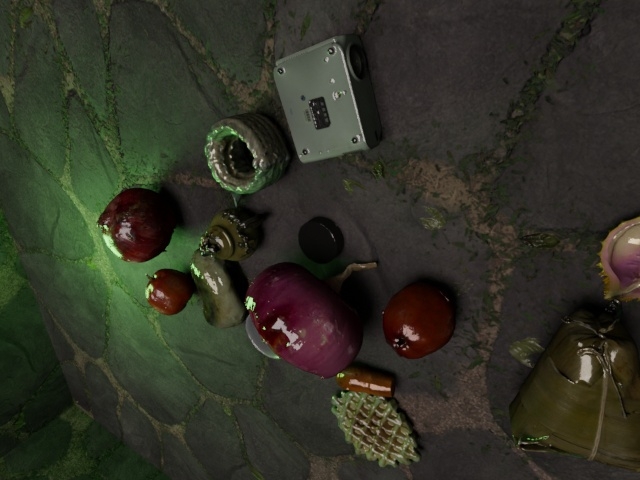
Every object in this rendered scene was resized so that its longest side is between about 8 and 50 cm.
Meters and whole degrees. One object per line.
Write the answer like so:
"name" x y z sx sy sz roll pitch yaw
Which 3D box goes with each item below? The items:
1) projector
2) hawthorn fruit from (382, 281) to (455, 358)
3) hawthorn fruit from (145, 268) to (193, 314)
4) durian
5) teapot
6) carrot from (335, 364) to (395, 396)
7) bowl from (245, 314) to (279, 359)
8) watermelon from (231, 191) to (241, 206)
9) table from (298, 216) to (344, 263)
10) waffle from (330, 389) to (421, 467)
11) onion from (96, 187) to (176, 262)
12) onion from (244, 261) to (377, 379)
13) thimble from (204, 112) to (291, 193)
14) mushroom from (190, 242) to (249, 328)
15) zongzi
"projector" 0.018 -0.323 0.968 0.198 0.108 0.250 -4 111 35
"hawthorn fruit" 0.237 0.206 1.030 0.185 0.202 0.185 24 130 31
"hawthorn fruit" -0.604 0.190 1.607 0.179 0.179 0.200 -15 138 39
"durian" 0.604 0.034 0.734 0.165 0.132 0.182 17 111 14
"teapot" -0.286 -0.011 1.292 0.269 0.182 0.173 -26 96 39
"carrot" 0.141 0.441 1.298 0.193 0.087 0.087 -2 112 34
"bowl" -0.164 0.314 1.440 0.189 0.086 0.189 17 122 29
"watermelon" -0.264 -0.193 1.262 0.094 0.081 0.180 -7 94 54
"table" 0.000 0.000 1.190 0.133 0.043 0.133 16 121 28
"waffle" 0.178 0.629 1.385 0.291 0.056 0.309 -26 96 40
"onion" -0.665 -0.058 1.489 0.276 0.276 0.276 16 121 28
"onion" -0.035 0.201 1.167 0.358 0.345 0.358 23 149 15
"thimble" -0.198 -0.240 1.133 0.219 0.150 0.219 16 121 28
"mushroom" -0.385 0.187 1.499 0.247 0.130 0.344 13 119 24
"zongzi" 0.634 0.299 0.833 0.418 0.181 0.447 16 123 13
